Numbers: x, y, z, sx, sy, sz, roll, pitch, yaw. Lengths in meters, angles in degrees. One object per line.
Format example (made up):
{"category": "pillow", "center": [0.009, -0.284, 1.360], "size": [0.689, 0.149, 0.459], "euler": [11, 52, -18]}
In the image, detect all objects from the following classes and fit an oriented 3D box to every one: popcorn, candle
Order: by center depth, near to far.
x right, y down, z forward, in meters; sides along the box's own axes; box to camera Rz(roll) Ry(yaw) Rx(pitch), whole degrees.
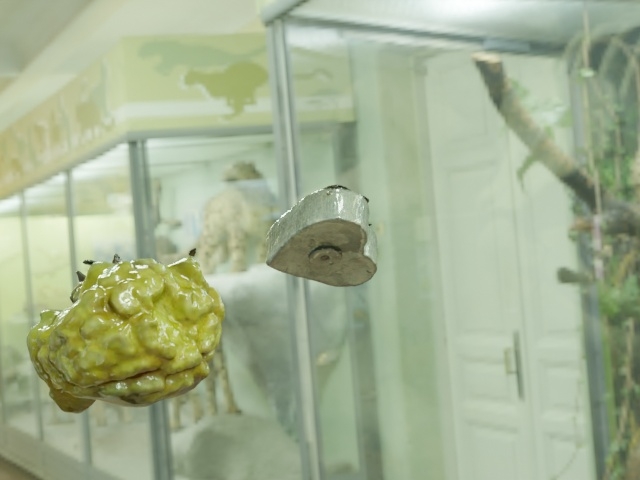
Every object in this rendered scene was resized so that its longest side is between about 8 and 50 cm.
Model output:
{"category": "popcorn", "center": [-0.213, 0.099, 1.206], "size": [0.189, 0.169, 0.218], "euler": [-11, -8, 34]}
{"category": "candle", "center": [0.000, 0.000, 1.650], "size": [0.169, 0.068, 0.192], "euler": [-8, -36, 11]}

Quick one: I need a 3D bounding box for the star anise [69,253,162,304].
{"category": "star anise", "center": [-0.258, 0.070, 1.430], "size": [0.141, 0.042, 0.141], "euler": [4, 30, -2]}
